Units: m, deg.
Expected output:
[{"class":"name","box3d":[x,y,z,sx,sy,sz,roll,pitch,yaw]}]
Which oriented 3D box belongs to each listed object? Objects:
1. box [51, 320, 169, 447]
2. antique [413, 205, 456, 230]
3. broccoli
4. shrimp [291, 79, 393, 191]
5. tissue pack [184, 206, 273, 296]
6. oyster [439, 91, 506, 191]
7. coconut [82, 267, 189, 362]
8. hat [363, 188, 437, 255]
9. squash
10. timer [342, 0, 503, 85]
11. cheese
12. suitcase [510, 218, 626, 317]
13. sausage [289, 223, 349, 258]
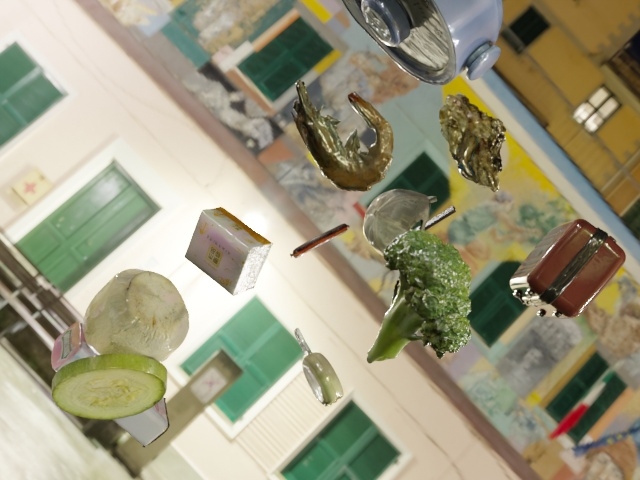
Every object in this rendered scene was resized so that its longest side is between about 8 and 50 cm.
[{"class":"box","box3d":[-0.580,0.406,2.256,0.369,0.112,0.190,51,2,-25]},{"class":"antique","box3d":[0.371,-0.058,2.716,0.015,0.192,0.031,52,14,-21]},{"class":"broccoli","box3d":[0.241,0.141,1.736,0.254,0.186,0.302,22,-63,52]},{"class":"shrimp","box3d":[0.046,-0.214,1.572,0.253,0.173,0.058,65,19,-4]},{"class":"tissue pack","box3d":[-0.289,0.030,2.515,0.225,0.124,0.185,36,-62,24]},{"class":"oyster","box3d":[0.357,-0.235,1.849,0.223,0.214,0.083,47,-48,-12]},{"class":"coconut","box3d":[-0.426,0.192,1.861,0.227,0.227,0.230,47,-52,-1]},{"class":"hat","box3d":[0.208,-0.062,2.255,0.161,0.232,0.275,38,11,-2]},{"class":"squash","box3d":[-0.471,0.328,1.811,0.252,0.252,0.049,67,10,-55]},{"class":"timer","box3d":[0.179,-0.452,1.527,0.395,0.173,0.395,49,-9,10]},{"class":"cheese","box3d":[-0.015,0.340,2.195,0.227,0.064,0.137,60,-21,11]},{"class":"suitcase","box3d":[0.603,0.074,1.996,0.161,0.236,0.297,40,-1,7]},{"class":"sausage","box3d":[0.000,0.000,1.976,0.025,0.198,0.028,48,-37,20]}]
